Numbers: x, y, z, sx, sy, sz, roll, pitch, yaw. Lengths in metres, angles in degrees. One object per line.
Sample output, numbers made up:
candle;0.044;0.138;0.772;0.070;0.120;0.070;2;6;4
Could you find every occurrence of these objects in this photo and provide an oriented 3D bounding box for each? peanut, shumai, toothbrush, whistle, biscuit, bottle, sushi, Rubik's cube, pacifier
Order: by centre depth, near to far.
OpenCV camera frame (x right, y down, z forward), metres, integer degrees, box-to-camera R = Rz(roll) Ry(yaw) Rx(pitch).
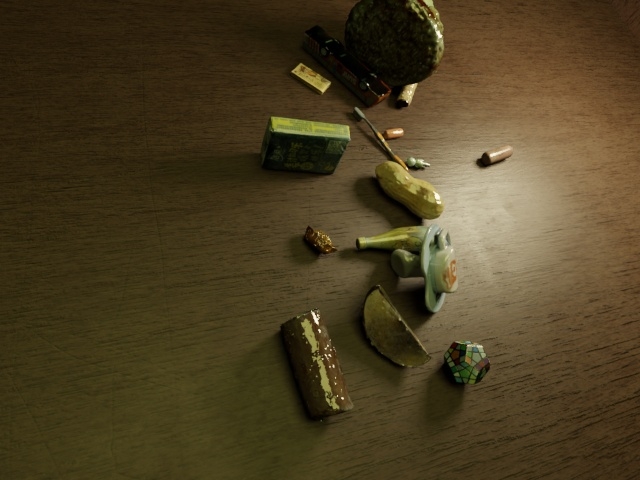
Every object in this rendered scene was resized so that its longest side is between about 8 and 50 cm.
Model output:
Rubik's cube;0.420;0.349;1.364;0.133;0.133;0.111;6;88;-15
sushi;0.000;-0.001;1.454;0.118;0.061;0.060;42;83;0
pacifier;0.314;0.077;1.461;0.208;0.278;0.227;1;27;28
bottle;0.244;-0.001;1.523;0.270;0.083;0.083;-4;63;-17
peanut;0.306;-0.179;1.629;0.275;0.111;0.125;38;53;5
whistle;0.357;-0.285;1.752;0.100;0.035;0.035;8;59;-16
toothbrush;0.223;-0.373;1.759;0.023;0.031;0.321;-30;74;-29
shumai;0.334;-0.826;1.858;0.395;0.395;0.348;36;55;3
bottle;0.702;-0.340;1.887;0.140;0.053;0.053;-21;70;-27
biscuit;0.360;-0.616;1.928;0.061;0.055;0.219;11;56;16

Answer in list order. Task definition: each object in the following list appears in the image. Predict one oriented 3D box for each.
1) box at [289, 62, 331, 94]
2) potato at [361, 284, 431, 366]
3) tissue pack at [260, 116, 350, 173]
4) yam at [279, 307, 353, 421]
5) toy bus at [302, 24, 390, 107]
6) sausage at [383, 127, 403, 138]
box;-0.038;-0.621;1.820;0.149;0.020;0.073;32;57;2
potato;0.195;0.252;1.377;0.120;0.100;0.261;-35;91;8
tissue pack;-0.052;-0.301;1.534;0.257;0.185;0.081;3;60;-17
yam;-0.016;0.319;1.233;0.131;0.131;0.279;-10;66;-23
toy bus;0.098;-0.680;1.856;0.409;0.092;0.093;45;60;10
sausage;0.276;-0.404;1.793;0.083;0.034;0.034;-13;67;-26
